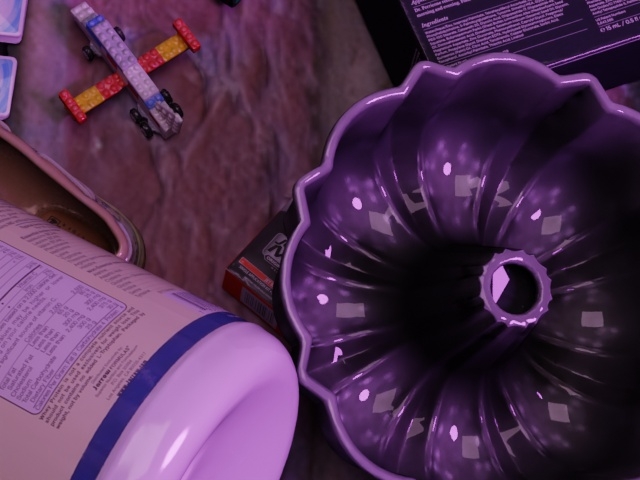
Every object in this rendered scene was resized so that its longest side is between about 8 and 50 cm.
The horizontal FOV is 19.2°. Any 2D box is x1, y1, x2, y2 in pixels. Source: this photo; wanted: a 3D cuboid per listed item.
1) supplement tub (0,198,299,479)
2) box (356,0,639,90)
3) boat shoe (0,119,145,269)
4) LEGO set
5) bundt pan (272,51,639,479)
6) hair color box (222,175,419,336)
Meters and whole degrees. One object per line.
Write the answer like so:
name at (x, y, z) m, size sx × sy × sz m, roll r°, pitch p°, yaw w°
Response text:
supplement tub at (-0.203, 0.103, 1.199) m, size 0.325 × 0.235 × 0.235 m, roll 25°, pitch 67°, yaw 19°
box at (0.170, -0.203, 1.460) m, size 0.261 × 0.103 × 0.184 m, roll -19°, pitch 75°, yaw -13°
boat shoe at (-0.252, -0.051, 1.346) m, size 0.285 × 0.089 × 0.104 m, roll 26°, pitch 77°, yaw 3°
LEGO set at (-0.179, -0.174, 1.431) m, size 0.244 × 0.060 × 0.182 m, roll 8°, pitch 71°, yaw -4°
bundt pan at (0.114, 0.043, 1.318) m, size 0.331 × 0.124 × 0.331 m, roll 4°, pitch 77°, yaw -17°
hair color box at (0.000, 0.000, 1.388) m, size 0.072 × 0.043 × 0.141 m, roll 38°, pitch 68°, yaw 9°
